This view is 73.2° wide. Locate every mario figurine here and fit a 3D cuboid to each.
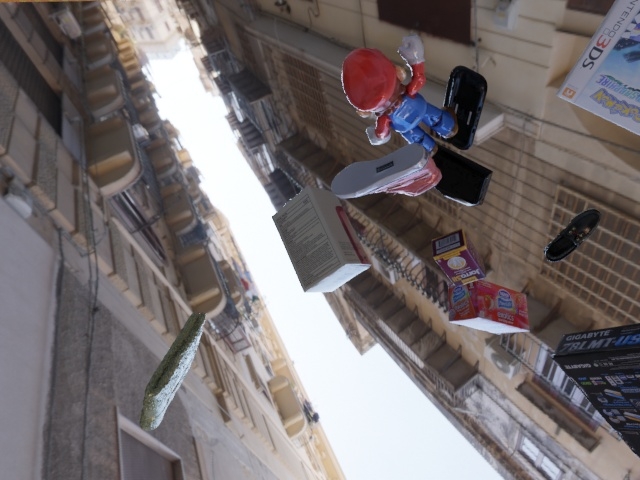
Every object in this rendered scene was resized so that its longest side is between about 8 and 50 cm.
[{"bbox_3d":[0.169,-0.326,0.967,0.170,0.321,0.198,20,-94,50],"label":"mario figurine"}]

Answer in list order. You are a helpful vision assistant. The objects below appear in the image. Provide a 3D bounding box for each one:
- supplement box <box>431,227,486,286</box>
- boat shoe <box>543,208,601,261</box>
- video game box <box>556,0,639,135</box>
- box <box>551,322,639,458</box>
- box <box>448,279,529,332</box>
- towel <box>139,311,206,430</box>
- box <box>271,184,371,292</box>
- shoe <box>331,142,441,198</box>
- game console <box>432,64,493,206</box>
[{"bbox_3d":[0.222,0.029,0.693,0.055,0.083,0.043,-26,-145,29],"label":"supplement box"},{"bbox_3d":[0.510,-0.008,0.869,0.049,0.133,0.042,42,-151,9],"label":"boat shoe"},{"bbox_3d":[0.369,-0.174,0.410,0.205,0.187,0.048,35,-110,17],"label":"video game box"},{"bbox_3d":[0.604,0.265,0.706,0.293,0.295,0.073,47,-120,0],"label":"box"},{"bbox_3d":[0.545,0.218,1.396,0.123,0.257,0.128,-26,-128,53],"label":"box"},{"bbox_3d":[-0.204,0.179,0.603,0.027,0.110,0.148,23,-143,-1],"label":"towel"},{"bbox_3d":[0.000,0.000,1.105,0.149,0.127,0.232,-36,-114,29],"label":"box"},{"bbox_3d":[0.110,-0.099,0.727,0.178,0.081,0.063,-18,-124,31],"label":"shoe"},{"bbox_3d":[0.355,-0.255,1.099,0.044,0.361,0.213,-35,-124,-25],"label":"game console"}]
